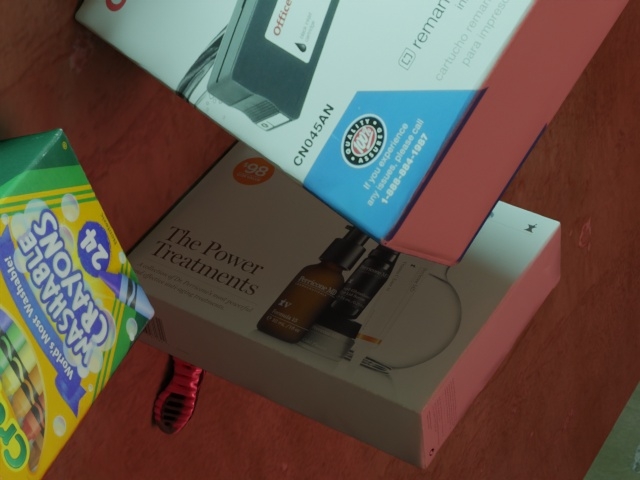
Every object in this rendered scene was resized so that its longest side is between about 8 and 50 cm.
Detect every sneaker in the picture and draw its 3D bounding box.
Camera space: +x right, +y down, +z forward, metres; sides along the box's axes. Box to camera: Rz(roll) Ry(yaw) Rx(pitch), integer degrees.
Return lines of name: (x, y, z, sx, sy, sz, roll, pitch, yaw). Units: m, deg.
sneaker: (-0.150, 0.163, 1.706, 0.119, 0.047, 0.057, -71, 164, 6)

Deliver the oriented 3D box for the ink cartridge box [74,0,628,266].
ink cartridge box: (0.017, -0.205, 1.317, 0.285, 0.395, 0.166, -58, 152, 10)

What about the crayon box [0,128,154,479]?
crayon box: (-0.270, 0.079, 1.233, 0.203, 0.083, 0.323, 67, 32, -28)

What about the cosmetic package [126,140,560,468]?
cosmetic package: (0.017, 0.039, 1.551, 0.284, 0.377, 0.097, -48, 147, -36)
